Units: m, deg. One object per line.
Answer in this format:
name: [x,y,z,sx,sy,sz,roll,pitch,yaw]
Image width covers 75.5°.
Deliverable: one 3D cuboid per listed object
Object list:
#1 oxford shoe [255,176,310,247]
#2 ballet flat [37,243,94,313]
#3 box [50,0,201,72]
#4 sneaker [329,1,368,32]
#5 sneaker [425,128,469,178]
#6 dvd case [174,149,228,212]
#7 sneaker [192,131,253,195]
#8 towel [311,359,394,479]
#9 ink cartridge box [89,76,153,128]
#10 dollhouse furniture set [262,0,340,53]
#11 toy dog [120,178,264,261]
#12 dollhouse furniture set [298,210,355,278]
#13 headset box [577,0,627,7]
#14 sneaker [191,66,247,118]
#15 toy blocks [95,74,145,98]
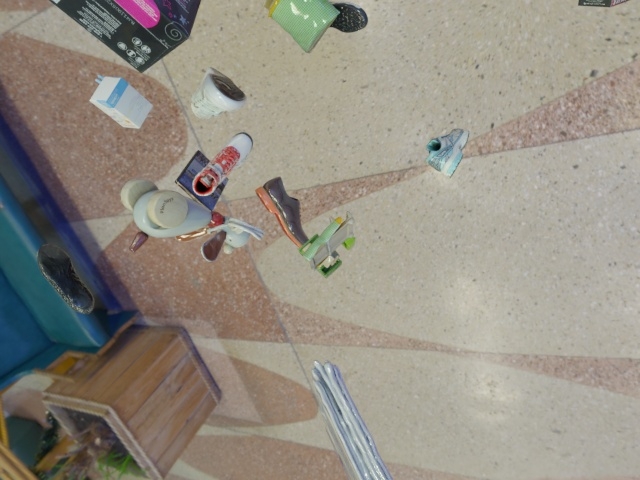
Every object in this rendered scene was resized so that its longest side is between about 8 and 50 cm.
oxford shoe: [-0.087,-0.074,1.289,0.271,0.098,0.097,56,172,-27]
ballet flat: [-0.516,0.079,0.832,0.173,0.057,0.049,51,142,12]
box: [-0.364,-0.460,0.735,0.163,0.142,0.247,-13,147,34]
sneaker: [0.058,-0.701,1.264,0.234,0.097,0.084,25,149,32]
sneaker: [0.451,-0.343,1.486,0.122,0.283,0.110,27,133,3]
dvd case: [-0.475,-0.244,1.684,0.022,0.253,0.180,-30,120,27]
sneaker: [-0.347,-0.263,1.468,0.270,0.145,0.090,-39,111,19]
towel: [0.052,0.286,0.513,0.285,0.034,0.209,83,161,-53]
ink cartridge box: [-0.589,-0.407,1.245,0.092,0.090,0.143,15,163,32]
dollhouse furniture set: [-0.048,-0.686,1.137,0.197,0.151,0.301,46,131,-4]
toy dog: [-0.320,-0.017,0.993,0.333,0.161,0.220,25,177,-29]
dollhouse furniture set: [0.000,0.000,0.539,0.058,0.076,0.152,46,171,15]
headset box: [0.512,-0.441,0.738,0.062,0.083,0.032,43,153,47]
sneaker: [-0.260,-0.342,1.028,0.106,0.290,0.123,28,106,-27]
toy blocks: [-0.661,-0.494,1.366,0.148,0.123,0.054,30,100,-33]
